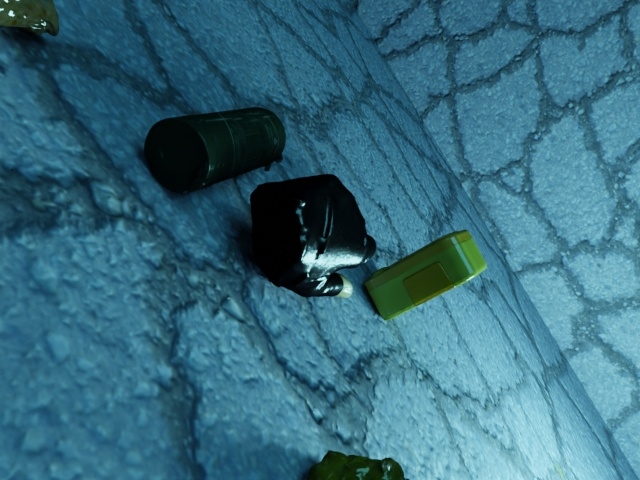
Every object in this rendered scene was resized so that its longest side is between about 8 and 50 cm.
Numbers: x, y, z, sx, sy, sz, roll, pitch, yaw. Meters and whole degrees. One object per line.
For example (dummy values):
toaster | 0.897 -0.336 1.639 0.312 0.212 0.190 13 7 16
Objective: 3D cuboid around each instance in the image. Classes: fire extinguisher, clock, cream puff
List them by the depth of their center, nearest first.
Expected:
cream puff | 0.059 0.304 0.601 0.146 0.116 0.146 39 35 -35
fire extinguisher | -0.126 -0.140 0.797 0.311 0.095 0.115 -42 134 -63
clock | 0.196 0.063 1.005 0.143 0.202 0.096 -7 68 -62

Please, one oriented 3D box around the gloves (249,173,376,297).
gloves | 0.005 0.000 0.833 0.301 0.152 0.198 -8 95 -77

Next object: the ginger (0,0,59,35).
ginger | -0.339 -0.215 0.507 0.122 0.084 0.290 41 29 -18
